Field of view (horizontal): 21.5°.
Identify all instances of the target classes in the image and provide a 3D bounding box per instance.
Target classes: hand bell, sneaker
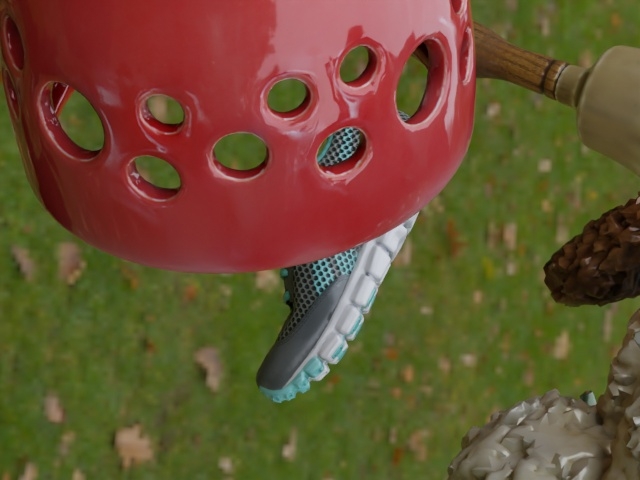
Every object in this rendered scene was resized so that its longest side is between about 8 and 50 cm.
[{"bbox_3d":[0.142,-0.103,1.071,0.126,0.242,0.126,-40,142,-42],"label":"hand bell"},{"bbox_3d":[0.000,0.000,0.842,0.166,0.076,0.065,-63,175,-15],"label":"sneaker"}]

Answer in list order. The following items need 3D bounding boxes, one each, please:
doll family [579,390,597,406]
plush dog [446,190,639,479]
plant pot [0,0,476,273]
[{"bbox_3d":[0.257,0.238,1.550,0.111,0.076,0.193,-7,105,-39],"label":"doll family"},{"bbox_3d":[0.199,0.044,0.654,0.225,0.262,0.210,-69,176,-57],"label":"plush dog"},{"bbox_3d":[-0.038,-0.109,0.649,0.191,0.191,0.174,-63,154,-42],"label":"plant pot"}]
